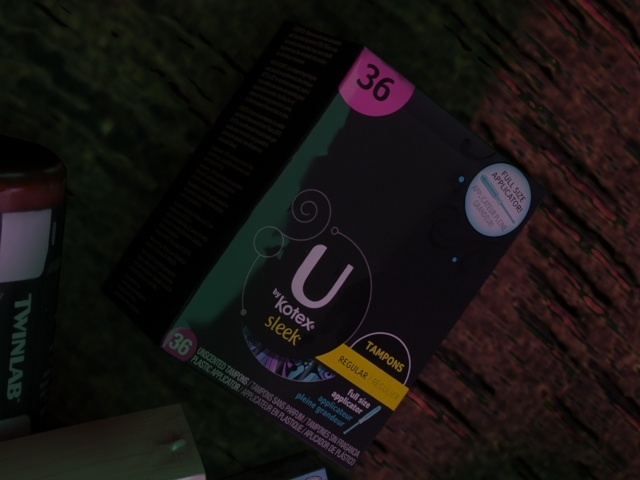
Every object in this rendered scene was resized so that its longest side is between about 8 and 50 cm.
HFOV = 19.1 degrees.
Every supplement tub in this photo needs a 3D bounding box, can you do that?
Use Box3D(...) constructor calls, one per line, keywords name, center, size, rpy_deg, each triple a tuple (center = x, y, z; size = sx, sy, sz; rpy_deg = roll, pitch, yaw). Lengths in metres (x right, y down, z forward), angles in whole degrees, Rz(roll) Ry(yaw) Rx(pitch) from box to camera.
Box3D(name="supplement tub", center=(-0.169, 0.054, 0.832), size=(0.106, 0.106, 0.198), rpy_deg=(1, 103, -22))

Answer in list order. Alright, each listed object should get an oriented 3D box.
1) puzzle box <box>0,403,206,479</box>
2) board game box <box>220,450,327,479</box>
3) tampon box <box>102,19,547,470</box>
Box3D(name="puzzle box", center=(-0.239, 0.227, 0.809), size=(0.409, 0.052, 0.272), rpy_deg=(-11, 126, -12))
Box3D(name="board game box", center=(-0.062, 0.178, 0.948), size=(0.154, 0.026, 0.103), rpy_deg=(-17, 109, -17))
Box3D(name="tampon box", center=(0.000, 0.000, 0.886), size=(0.120, 0.101, 0.161), rpy_deg=(35, 89, -26))
